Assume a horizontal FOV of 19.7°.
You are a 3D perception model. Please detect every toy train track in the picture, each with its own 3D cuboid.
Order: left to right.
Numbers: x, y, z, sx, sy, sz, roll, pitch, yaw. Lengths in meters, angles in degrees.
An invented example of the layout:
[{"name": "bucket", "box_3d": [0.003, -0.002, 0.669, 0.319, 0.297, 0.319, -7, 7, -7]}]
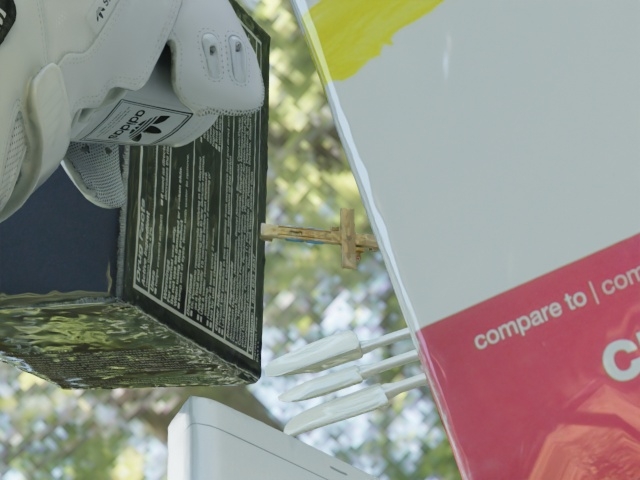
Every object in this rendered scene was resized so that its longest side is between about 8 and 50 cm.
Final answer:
[{"name": "toy train track", "box_3d": [0.000, 0.000, 1.232, 0.083, 0.048, 0.014, 6, -33, -11]}]

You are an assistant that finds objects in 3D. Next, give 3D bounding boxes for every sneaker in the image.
[{"name": "sneaker", "box_3d": [-0.134, -0.061, 0.876, 0.137, 0.366, 0.210, -33, -50, 31]}]

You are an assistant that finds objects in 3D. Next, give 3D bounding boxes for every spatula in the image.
[{"name": "spatula", "box_3d": [0.076, 0.088, 1.484, 0.242, 0.168, 0.019, -19, -76, -2]}]

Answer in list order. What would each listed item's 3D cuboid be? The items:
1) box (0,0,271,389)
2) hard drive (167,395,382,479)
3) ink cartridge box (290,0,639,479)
[{"name": "box", "box_3d": [-0.165, -0.062, 1.347, 0.294, 0.183, 0.296, 45, -136, -68]}, {"name": "hard drive", "box_3d": [0.011, 0.256, 1.150, 0.233, 0.353, 0.047, 28, -65, -19]}, {"name": "ink cartridge box", "box_3d": [0.118, -0.062, 0.851, 0.160, 0.384, 0.279, -25, -18, 17]}]
